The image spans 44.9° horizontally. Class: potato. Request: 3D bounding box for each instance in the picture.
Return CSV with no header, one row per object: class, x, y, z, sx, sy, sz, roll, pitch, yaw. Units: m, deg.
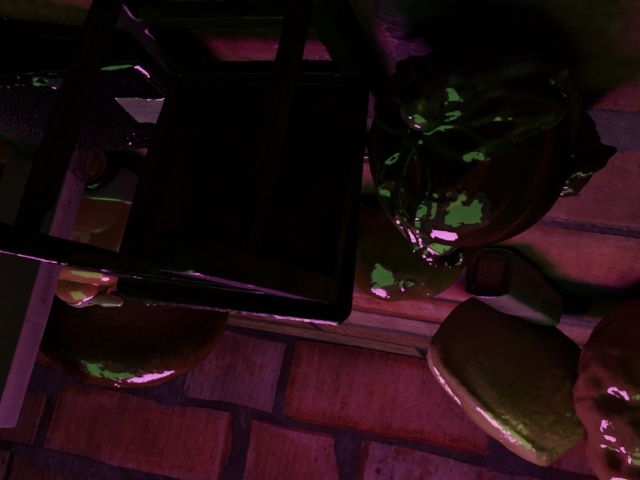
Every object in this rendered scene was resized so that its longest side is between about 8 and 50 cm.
potato,0.106,0.016,1.029,0.176,0.137,0.137,6,166,16

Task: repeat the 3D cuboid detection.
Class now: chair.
chair,-0.057,-0.046,0.634,0.203,0.240,0.416,4,165,21

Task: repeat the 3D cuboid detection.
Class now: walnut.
walnut,0.575,0.241,1.169,0.384,0.383,0.383,11,167,2

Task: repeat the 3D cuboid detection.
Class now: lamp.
lamp,0.117,-0.053,0.602,0.223,0.151,0.215,30,134,-33

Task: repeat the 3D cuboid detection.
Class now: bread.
bread,0.358,0.242,1.423,0.320,0.237,0.320,37,180,0

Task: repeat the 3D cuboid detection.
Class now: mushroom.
mushroom,-0.310,0.083,1.238,0.345,0.345,0.239,5,127,26

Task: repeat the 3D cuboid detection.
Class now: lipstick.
lipstick,0.316,0.080,1.230,0.077,0.079,0.253,2,166,37
lipstick,-0.355,0.028,0.918,0.080,0.371,0.076,11,167,1

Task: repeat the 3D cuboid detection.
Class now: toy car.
toy car,-0.361,-0.018,1.086,0.270,0.212,0.180,9,168,12

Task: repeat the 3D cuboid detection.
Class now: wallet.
wallet,-0.258,-0.143,0.791,0.262,0.071,0.221,2,165,10
